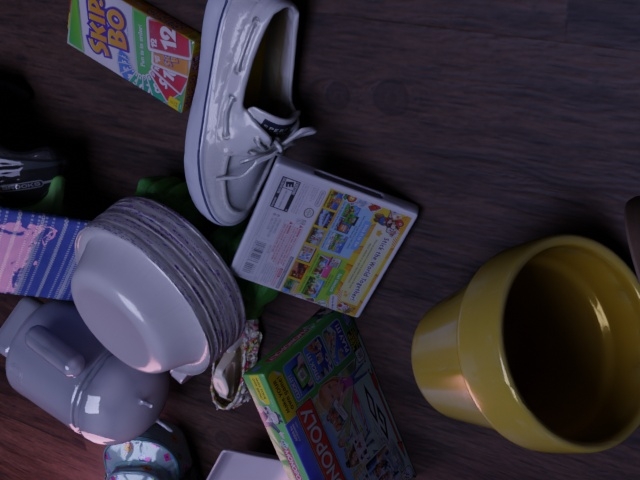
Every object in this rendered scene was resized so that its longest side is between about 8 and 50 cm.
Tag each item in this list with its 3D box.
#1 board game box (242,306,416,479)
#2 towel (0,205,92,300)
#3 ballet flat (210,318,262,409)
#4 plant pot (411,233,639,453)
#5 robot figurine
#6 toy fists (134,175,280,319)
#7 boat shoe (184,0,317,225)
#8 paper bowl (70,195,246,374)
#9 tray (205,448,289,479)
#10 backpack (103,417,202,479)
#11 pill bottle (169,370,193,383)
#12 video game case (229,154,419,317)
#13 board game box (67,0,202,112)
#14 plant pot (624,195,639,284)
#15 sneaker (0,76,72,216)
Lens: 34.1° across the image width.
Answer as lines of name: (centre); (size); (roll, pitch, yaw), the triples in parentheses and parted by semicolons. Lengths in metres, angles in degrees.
board game box: (0.022, 0.281, 1.552); (0.046, 0.213, 0.317); (-9, 110, 40)
towel: (-0.474, 0.020, 1.740); (0.243, 0.336, 0.040); (126, 146, -48)
ballet flat: (-0.145, 0.183, 1.716); (0.091, 0.077, 0.241); (14, 123, 25)
plant pot: (0.245, 0.136, 1.295); (0.254, 0.254, 0.239); (59, 150, -6)
robot figurine: (-0.414, 0.232, 1.862); (0.353, 0.199, 0.300); (27, 171, 23)
toy fists: (-0.173, -0.002, 1.618); (0.279, 0.096, 0.142); (35, 141, 13)
boat shoe: (-0.080, -0.164, 1.422); (0.156, 0.136, 0.367); (30, 123, 33)
paper bowl: (-0.261, 0.086, 1.575); (0.284, 0.148, 0.284); (29, 144, 24)
tray: (-0.144, 0.449, 1.870); (0.145, 0.030, 0.270); (14, 133, -16)
backpack: (-0.321, 0.430, 1.941); (0.166, 0.144, 0.188); (-4, 108, 17)
pill bottle: (-0.274, 0.148, 1.771); (0.193, 0.108, 0.108); (45, 133, 7)
video game case: (0.000, 0.000, 1.471); (0.206, 0.026, 0.227); (20, 131, -8)
board game box: (-0.289, -0.306, 1.568); (0.259, 0.039, 0.124); (34, 131, 20)
plant pot: (0.470, 0.040, 1.072); (0.229, 0.263, 0.263); (-21, 102, 24)
sneaker: (-0.597, -0.212, 1.792); (0.483, 0.185, 0.202); (36, 109, 15)
